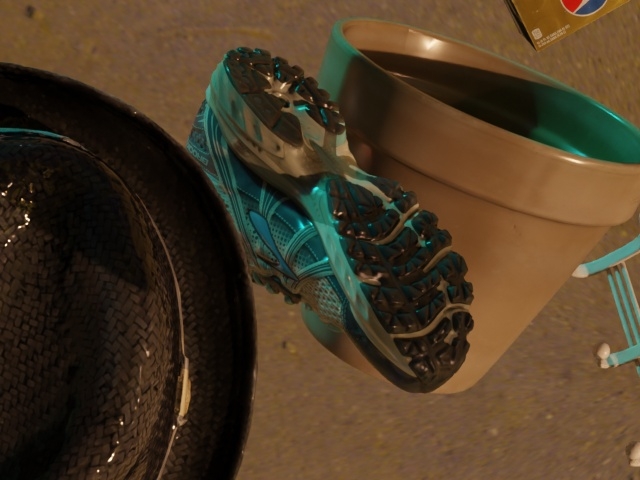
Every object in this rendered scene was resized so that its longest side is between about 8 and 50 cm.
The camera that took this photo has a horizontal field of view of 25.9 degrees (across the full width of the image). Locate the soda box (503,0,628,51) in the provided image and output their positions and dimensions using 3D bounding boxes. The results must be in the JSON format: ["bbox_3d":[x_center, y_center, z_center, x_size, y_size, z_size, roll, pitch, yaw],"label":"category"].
[{"bbox_3d":[0.246,-0.239,1.199,0.181,0.058,0.061,-29,116,5],"label":"soda box"}]

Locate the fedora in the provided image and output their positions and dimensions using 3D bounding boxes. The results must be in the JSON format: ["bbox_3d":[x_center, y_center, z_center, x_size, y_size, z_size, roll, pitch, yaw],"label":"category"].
[{"bbox_3d":[-0.166,0.066,0.668,0.334,0.152,0.334,2,83,-15],"label":"fedora"}]

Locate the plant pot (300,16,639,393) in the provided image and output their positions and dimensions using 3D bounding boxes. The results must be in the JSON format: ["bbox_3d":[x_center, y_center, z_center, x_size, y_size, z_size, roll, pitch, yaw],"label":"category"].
[{"bbox_3d":[0.118,-0.020,1.316,0.323,0.323,0.280,27,111,17],"label":"plant pot"}]

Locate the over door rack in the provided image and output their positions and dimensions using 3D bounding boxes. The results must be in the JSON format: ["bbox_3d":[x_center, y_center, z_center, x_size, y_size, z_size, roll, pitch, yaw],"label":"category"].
[{"bbox_3d":[0.410,0.056,1.352,0.324,0.108,0.239,-24,63,23],"label":"over door rack"}]

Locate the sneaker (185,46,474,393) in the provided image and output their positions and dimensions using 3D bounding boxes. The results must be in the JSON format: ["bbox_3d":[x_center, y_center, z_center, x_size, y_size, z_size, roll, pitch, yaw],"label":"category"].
[{"bbox_3d":[0.000,0.000,0.987,0.283,0.110,0.122,56,131,23],"label":"sneaker"}]
